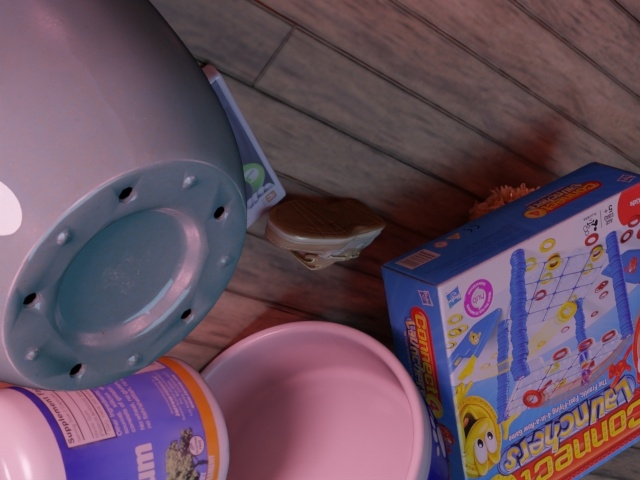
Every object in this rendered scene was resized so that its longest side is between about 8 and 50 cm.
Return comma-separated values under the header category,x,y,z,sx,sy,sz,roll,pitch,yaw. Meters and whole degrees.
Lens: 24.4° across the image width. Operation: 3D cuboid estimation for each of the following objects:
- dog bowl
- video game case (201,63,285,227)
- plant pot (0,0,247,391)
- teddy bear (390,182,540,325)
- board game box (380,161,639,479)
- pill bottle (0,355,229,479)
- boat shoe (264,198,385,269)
category,x,y,z,sx,sy,sz,roll,pitch,yaw
dog bowl,-0.014,0.217,1.420,0.265,0.265,0.104,-43,144,-6
video game case,-0.124,-0.037,1.254,0.173,0.022,0.190,-41,147,-9
plant pot,-0.187,-0.042,0.985,0.293,0.235,0.293,-30,143,-25
teddy bear,0.195,0.082,1.659,0.338,0.113,0.245,-54,144,11
board game box,0.225,0.113,1.550,0.308,0.086,0.302,-25,118,-30
pill bottle,-0.225,0.194,1.266,0.272,0.152,0.152,-10,132,-43
boat shoe,0.000,0.000,1.387,0.170,0.063,0.059,-3,130,-56
